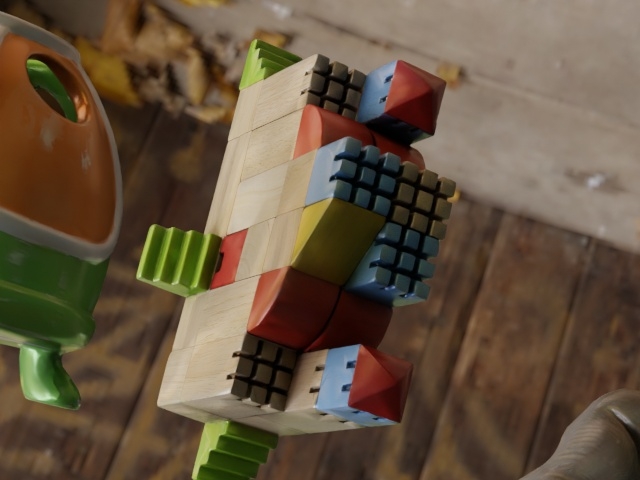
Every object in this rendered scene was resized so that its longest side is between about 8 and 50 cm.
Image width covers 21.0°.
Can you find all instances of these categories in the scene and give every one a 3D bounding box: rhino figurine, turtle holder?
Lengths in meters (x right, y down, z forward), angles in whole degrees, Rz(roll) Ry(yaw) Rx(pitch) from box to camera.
[{"bbox_3d":[0.186,0.198,1.239,0.106,0.243,0.073,35,149,24],"label":"rhino figurine"},{"bbox_3d":[-0.264,-0.030,1.136,0.243,0.228,0.320,17,171,-25],"label":"turtle holder"}]

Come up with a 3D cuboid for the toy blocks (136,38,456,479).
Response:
[{"bbox_3d":[0.000,0.000,1.365,0.190,0.382,0.261,21,162,-24],"label":"toy blocks"}]
